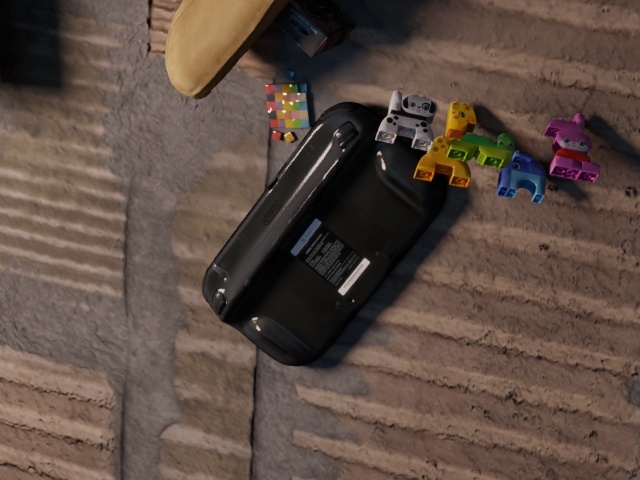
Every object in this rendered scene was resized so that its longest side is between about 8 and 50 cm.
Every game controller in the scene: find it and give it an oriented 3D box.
[{"bbox_3d":[0.000,0.000,1.945,0.166,0.067,0.319,36,119,-5],"label":"game controller"}]

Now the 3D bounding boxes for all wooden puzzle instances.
[{"bbox_3d":[-0.035,-0.148,1.937,0.049,0.006,0.083,1,106,25],"label":"wooden puzzle"}]

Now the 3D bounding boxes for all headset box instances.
[{"bbox_3d":[-0.009,-0.231,1.854,0.062,0.083,0.032,44,119,8],"label":"headset box"}]

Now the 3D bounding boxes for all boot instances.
[{"bbox_3d":[-0.070,-0.309,1.838,0.089,0.236,0.269,24,144,-21],"label":"boot"}]

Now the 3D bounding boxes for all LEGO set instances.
[{"bbox_3d":[0.167,-0.108,1.807,0.227,0.093,0.087,11,150,-5],"label":"LEGO set"}]
